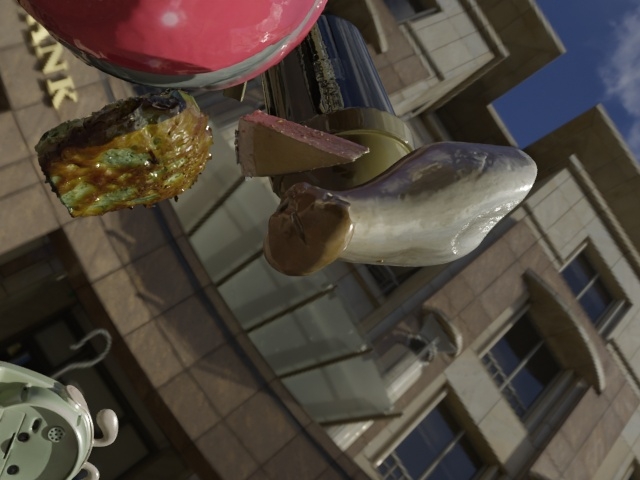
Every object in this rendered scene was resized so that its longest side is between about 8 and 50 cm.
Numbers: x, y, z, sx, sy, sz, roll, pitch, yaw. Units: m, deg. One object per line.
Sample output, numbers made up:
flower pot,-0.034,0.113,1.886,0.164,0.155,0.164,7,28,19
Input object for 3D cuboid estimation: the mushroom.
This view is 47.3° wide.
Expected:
mushroom,0.058,-0.026,0.548,0.116,0.225,0.093,-38,-115,58

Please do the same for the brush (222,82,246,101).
brush,-0.185,-0.439,1.711,0.054,0.048,0.282,19,-37,-3

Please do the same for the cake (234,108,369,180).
cake,-0.018,-0.092,0.690,0.121,0.052,0.065,-1,-69,19

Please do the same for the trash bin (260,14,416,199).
trash bin,0.018,-0.152,1.069,0.214,0.214,0.333,121,-38,-46

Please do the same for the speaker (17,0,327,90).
speaker,-0.128,-0.264,0.627,0.294,0.294,0.294,24,-51,33

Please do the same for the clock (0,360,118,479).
clock,-0.340,0.232,0.849,0.151,0.191,0.062,-67,-161,5

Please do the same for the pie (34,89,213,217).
pie,-0.324,-0.149,1.250,0.103,0.288,0.354,61,-11,16
